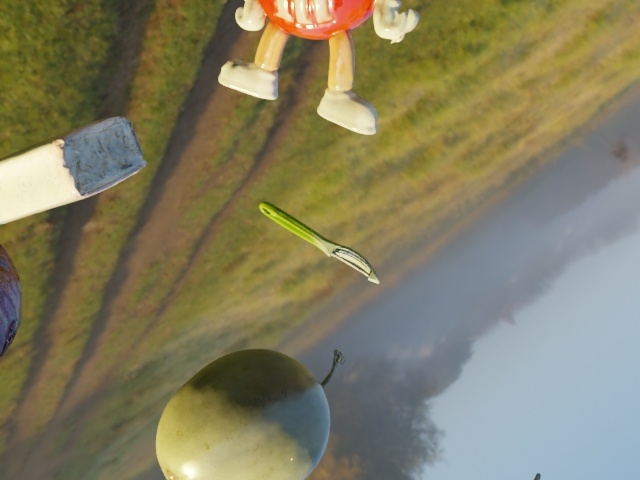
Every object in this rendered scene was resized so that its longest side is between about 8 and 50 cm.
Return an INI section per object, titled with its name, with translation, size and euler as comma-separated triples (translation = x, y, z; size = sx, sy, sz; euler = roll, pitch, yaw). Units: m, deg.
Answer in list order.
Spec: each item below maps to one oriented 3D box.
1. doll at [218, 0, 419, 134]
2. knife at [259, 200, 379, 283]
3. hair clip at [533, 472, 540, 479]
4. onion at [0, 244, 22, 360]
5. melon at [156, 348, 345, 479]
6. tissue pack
[doll]
translation = 0.003, -0.215, 0.802
size = 0.085, 0.183, 0.217
euler = -17, 125, -64
[knife]
translation = 0.000, 0.000, 1.162
size = 0.026, 0.184, 0.022
euler = -41, 156, -44
[hair clip]
translation = 0.322, 0.392, 1.398
size = 0.115, 0.039, 0.030
euler = -57, 154, -59
[onion]
translation = -0.420, 0.088, 0.964
size = 0.246, 0.190, 0.246
euler = -23, -146, 16
[melon]
translation = -0.124, 0.313, 1.595
size = 0.308, 0.271, 0.272
euler = 0, 154, -27
[tissue pack]
translation = -0.481, -0.125, 1.726
size = 0.271, 0.124, 0.201
euler = -12, -163, 33
